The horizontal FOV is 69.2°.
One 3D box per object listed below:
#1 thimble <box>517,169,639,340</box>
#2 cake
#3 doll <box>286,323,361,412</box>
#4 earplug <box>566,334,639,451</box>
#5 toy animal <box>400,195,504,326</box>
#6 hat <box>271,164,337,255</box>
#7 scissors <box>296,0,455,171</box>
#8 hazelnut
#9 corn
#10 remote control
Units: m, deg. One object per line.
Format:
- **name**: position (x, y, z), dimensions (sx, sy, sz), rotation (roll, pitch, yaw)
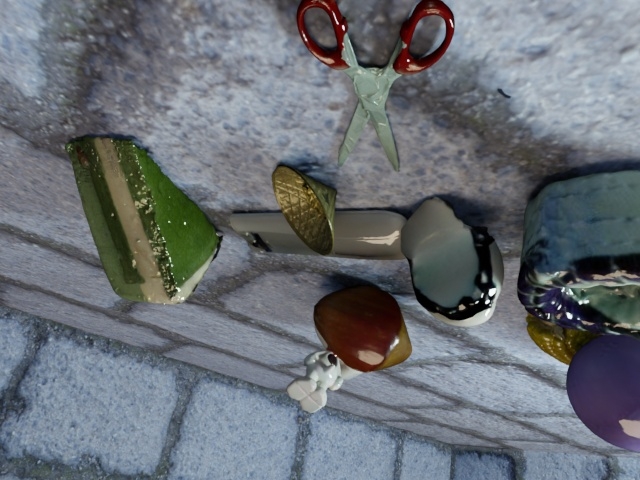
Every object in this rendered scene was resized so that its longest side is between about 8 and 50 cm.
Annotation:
- **thimble**: position (0.357, 0.022, 0.573), dimensions (0.237, 0.150, 0.237), rotation (11, 154, 6)
- **cake**: position (-0.303, -0.016, 0.751), dimensions (0.158, 0.172, 0.283), rotation (1, 149, 17)
- **doll**: position (0.042, 0.289, 1.084), dimensions (0.208, 0.271, 0.144), rotation (36, 129, -15)
- **earplug**: position (0.579, 0.258, 0.764), dimensions (0.456, 0.215, 0.215), rotation (15, 155, -31)
- **toy animal**: position (0.202, 0.042, 0.690), dimensions (0.138, 0.166, 0.179), rotation (-1, 161, 26)
- **hat**: position (-0.002, -0.056, 0.672), dimensions (0.146, 0.067, 0.146), rotation (45, 155, 28)
- **scissors**: position (0.055, -0.153, 0.509), dimensions (0.144, 0.017, 0.247), rotation (8, 154, 9)
- **hazelnut**: position (0.084, 0.184, 0.960), dimensions (0.181, 0.181, 0.212), rotation (-17, 158, 6)
- **corn**: position (0.480, 0.179, 0.859), dimensions (0.322, 0.119, 0.119), rotation (27, 149, -36)
- **remote control**: position (0.000, 0.000, 0.776), dimensions (0.313, 0.055, 0.109), rotation (1, 150, 22)
